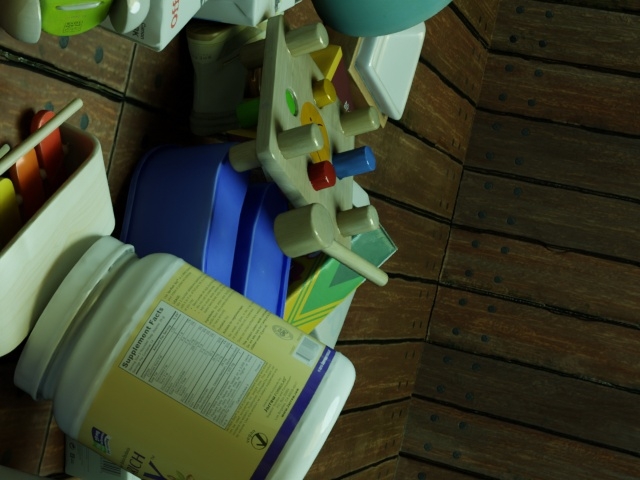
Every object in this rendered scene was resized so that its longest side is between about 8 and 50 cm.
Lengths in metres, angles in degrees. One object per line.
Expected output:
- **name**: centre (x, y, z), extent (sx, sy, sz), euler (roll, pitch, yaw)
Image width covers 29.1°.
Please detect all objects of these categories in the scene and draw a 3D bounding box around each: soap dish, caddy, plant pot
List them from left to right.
- **caddy**: centre (-0.170, 0.027, 1.671), extent (0.241, 0.179, 0.341), euler (49, 41, -51)
- **plant pot**: centre (0.073, -0.501, 1.899), extent (0.235, 0.293, 0.293), euler (52, 52, -49)
- **soap dish**: centre (0.095, -0.366, 2.287), extent (0.291, 0.118, 0.229), euler (47, 58, -68)

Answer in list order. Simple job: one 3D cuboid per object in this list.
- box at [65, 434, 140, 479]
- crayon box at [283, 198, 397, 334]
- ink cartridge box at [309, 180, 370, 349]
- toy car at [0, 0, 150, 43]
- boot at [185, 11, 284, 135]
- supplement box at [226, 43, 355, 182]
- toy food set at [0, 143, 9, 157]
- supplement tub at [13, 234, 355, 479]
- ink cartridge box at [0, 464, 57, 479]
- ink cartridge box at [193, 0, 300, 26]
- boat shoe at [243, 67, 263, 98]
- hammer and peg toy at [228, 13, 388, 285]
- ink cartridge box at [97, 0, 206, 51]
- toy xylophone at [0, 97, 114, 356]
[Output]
- **box**: centre (-0.276, 0.261, 1.640), extent (0.087, 0.102, 0.101), euler (-37, 136, -60)
- **crayon box**: centre (-0.067, 0.063, 1.833), extent (0.318, 0.202, 0.081), euler (-44, 127, -10)
- **ink cartridge box**: centre (0.000, 0.000, 2.296), extent (0.385, 0.091, 0.308), euler (76, 32, -56)
- **toy car**: centre (-0.259, -0.295, 1.278), extent (0.136, 0.159, 0.182), euler (67, -27, 23)
- **boot**: centre (-0.124, -0.251, 1.786), extent (0.213, 0.077, 0.165), euler (-39, 138, -54)
- **supplement box**: centre (-0.042, -0.189, 1.982), extent (0.194, 0.129, 0.191), euler (73, 35, -56)
- **toy food set**: centre (-0.349, -0.126, 1.191), extent (0.122, 0.019, 0.078), euler (54, 38, -17)
- **supplement tub**: centre (-0.154, 0.163, 1.415), extent (0.241, 0.331, 0.241), euler (-60, 178, -3)
- **ink cartridge box**: centre (-0.269, 0.386, 1.467), extent (0.201, 0.278, 0.117), euler (78, 28, -52)
- **ink cartridge box**: centre (-0.102, -0.355, 1.737), extent (0.181, 0.104, 0.062), euler (-45, 143, -60)
- **boat shoe**: centre (-0.089, -0.292, 1.886), extent (0.064, 0.060, 0.178), euler (62, 43, -63)
- **hammer and peg toy**: centre (-0.016, -0.093, 1.667), extent (0.266, 0.127, 0.361), euler (51, 32, -47)
- **ink cartridge box**: centre (-0.169, -0.383, 1.455), extent (0.273, 0.114, 0.197), euler (-60, 167, -44)
- **toy xylophone**: centre (-0.322, -0.024, 1.345), extent (0.323, 0.081, 0.236), euler (-52, 149, -52)
